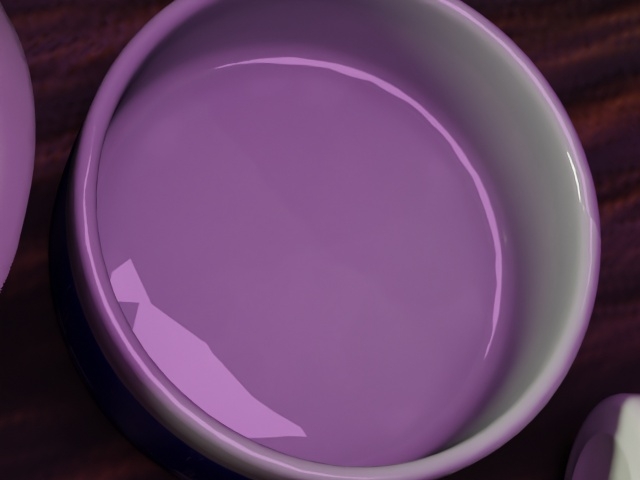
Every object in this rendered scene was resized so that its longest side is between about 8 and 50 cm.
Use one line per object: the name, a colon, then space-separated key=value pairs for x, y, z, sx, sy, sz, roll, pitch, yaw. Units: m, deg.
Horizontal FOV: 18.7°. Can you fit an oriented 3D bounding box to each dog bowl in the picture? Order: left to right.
dog bowl: x=0.000 y=0.000 z=0.971 sx=0.265 sy=0.104 sz=0.265 roll=5 pitch=73 yaw=-15

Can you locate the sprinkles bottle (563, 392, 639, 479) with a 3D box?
sprinkles bottle: x=0.308 y=0.153 z=1.014 sx=0.355 sy=0.121 sz=0.121 roll=6 pitch=73 yaw=-16

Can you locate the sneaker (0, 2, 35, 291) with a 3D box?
sneaker: x=-0.266 y=-0.105 z=0.853 sx=0.236 sy=0.130 sz=0.323 roll=12 pitch=47 yaw=-33
